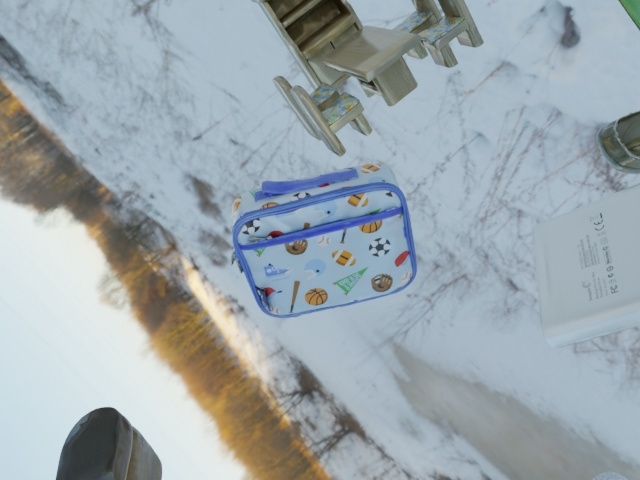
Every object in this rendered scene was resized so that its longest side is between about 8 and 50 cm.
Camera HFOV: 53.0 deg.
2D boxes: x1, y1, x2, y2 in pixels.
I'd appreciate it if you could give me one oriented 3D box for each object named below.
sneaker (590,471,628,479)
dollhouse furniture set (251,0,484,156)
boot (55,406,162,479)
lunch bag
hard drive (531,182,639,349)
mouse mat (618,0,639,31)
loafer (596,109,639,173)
[{"bbox_3d":[0.433,0.519,0.860,0.210,0.137,0.366,19,110,52],"label":"sneaker"},{"bbox_3d":[0.027,-0.254,0.778,0.161,0.212,0.242,53,177,-29],"label":"dollhouse furniture set"},{"bbox_3d":[-0.221,0.329,0.644,0.305,0.112,0.115,-87,-26,-45],"label":"boot"},{"bbox_3d":[0.000,0.000,1.069,0.115,0.303,0.243,-102,-2,-54],"label":"lunch bag"},{"bbox_3d":[0.415,0.002,0.781,0.307,0.203,0.040,-25,125,33],"label":"hard drive"},{"bbox_3d":[0.445,-0.256,0.767,0.152,0.007,0.189,26,-169,-39],"label":"mouse mat"},{"bbox_3d":[0.516,-0.169,0.932,0.087,0.251,0.094,114,136,-65],"label":"loafer"}]
